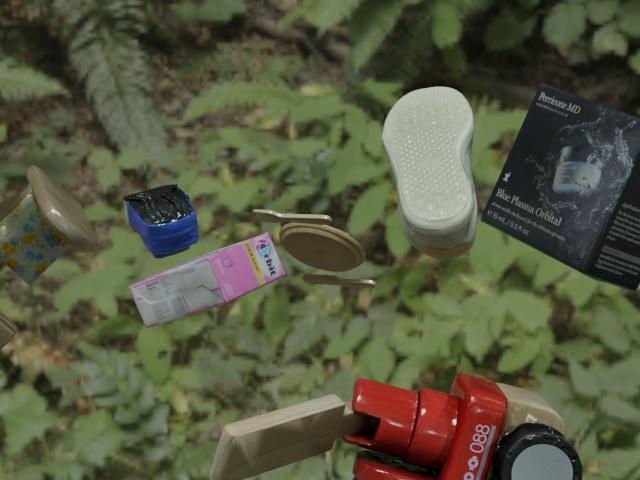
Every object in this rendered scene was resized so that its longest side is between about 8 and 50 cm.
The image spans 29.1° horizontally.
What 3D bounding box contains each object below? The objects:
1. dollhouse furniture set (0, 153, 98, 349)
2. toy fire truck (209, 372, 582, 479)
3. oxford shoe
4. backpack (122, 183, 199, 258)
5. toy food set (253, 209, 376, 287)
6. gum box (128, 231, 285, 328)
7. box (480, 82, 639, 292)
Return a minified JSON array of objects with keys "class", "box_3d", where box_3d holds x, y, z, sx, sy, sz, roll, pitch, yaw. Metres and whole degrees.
[{"class":"dollhouse furniture set","box_3d":[-0.451,0.015,1.095,0.362,0.394,0.256,-43,28,1]},{"class":"toy fire truck","box_3d":[0.040,0.196,0.876,0.246,0.217,0.158,16,6,-3]},{"class":"oxford shoe","box_3d":[0.201,-0.126,2.193,0.169,0.130,0.449,-9,39,8]},{"class":"backpack","box_3d":[-0.239,-0.024,1.928,0.098,0.101,0.120,-22,30,-18]},{"class":"toy food set","box_3d":[0.000,0.000,1.685,0.132,0.192,0.039,4,61,26]},{"class":"gum box","box_3d":[-0.151,0.053,1.590,0.188,0.062,0.107,-19,5,45]},{"class":"box","box_3d":[0.267,-0.055,1.234,0.093,0.158,0.156,17,10,-40]}]
